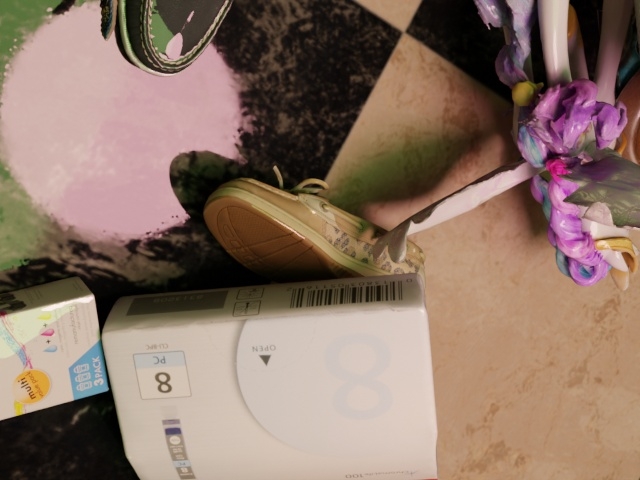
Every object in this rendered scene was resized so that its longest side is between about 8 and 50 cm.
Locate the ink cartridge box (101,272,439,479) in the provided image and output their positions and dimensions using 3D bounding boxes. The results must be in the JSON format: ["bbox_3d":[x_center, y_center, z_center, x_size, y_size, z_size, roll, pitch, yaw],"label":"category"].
[{"bbox_3d":[-0.033,0.231,1.111,0.308,0.091,0.385,-5,110,5],"label":"ink cartridge box"}]

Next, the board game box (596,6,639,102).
[{"bbox_3d":[0.413,-0.243,1.292,0.186,0.026,0.126,-25,116,-18],"label":"board game box"}]

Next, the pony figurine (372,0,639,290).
[{"bbox_3d":[0.242,-0.107,1.110,0.351,0.302,0.364,-12,99,-52],"label":"pony figurine"}]

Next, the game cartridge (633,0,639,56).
[{"bbox_3d":[0.389,-0.187,1.100,0.198,0.062,0.297,38,43,-34],"label":"game cartridge"}]

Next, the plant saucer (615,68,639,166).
[{"bbox_3d":[0.414,-0.145,1.302,0.168,0.029,0.168,-16,126,-23],"label":"plant saucer"}]

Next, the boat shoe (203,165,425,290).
[{"bbox_3d":[0.000,0.000,1.132,0.285,0.104,0.089,32,57,-36],"label":"boat shoe"}]

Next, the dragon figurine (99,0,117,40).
[{"bbox_3d":[-0.224,-0.318,0.907,0.144,0.085,0.289,2,101,-25],"label":"dragon figurine"}]

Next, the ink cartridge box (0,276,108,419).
[{"bbox_3d":[-0.300,0.109,1.026,0.181,0.061,0.104,-14,112,-22],"label":"ink cartridge box"}]

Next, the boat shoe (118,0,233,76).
[{"bbox_3d":[-0.098,-0.289,0.979,0.114,0.091,0.303,11,101,-29],"label":"boat shoe"}]
